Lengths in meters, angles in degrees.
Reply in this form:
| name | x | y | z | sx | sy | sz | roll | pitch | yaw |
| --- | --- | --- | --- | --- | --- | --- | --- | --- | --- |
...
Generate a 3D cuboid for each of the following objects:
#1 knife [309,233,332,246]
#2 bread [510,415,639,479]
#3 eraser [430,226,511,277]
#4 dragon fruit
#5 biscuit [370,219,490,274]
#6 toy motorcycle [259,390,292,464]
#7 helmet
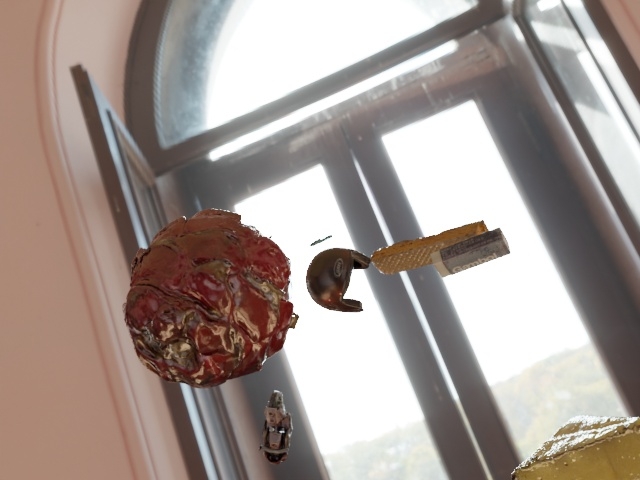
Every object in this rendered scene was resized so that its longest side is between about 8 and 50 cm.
| name | x | y | z | sx | sy | sz | roll | pitch | yaw |
| --- | --- | --- | --- | --- | --- | --- | --- | --- | --- |
| knife | 0.000 | 0.000 | 1.998 | 0.091 | 0.014 | 0.005 | -27 | 12 | 45 |
| bread | 0.621 | 0.555 | 1.637 | 0.242 | 0.346 | 0.405 | -40 | 2 | -10 |
| eraser | 0.428 | 0.037 | 2.195 | 0.212 | 0.046 | 0.092 | -23 | -39 | 17 |
| dragon fruit | -0.199 | 0.109 | 1.386 | 0.329 | 0.329 | 0.329 | -19 | -19 | -7 |
| biscuit | 0.338 | 0.029 | 2.376 | 0.378 | 0.054 | 0.094 | -15 | -47 | 27 |
| toy motorcycle | -0.121 | 0.510 | 2.068 | 0.082 | 0.122 | 0.213 | 0 | -60 | 9 |
| helmet | 0.051 | 0.115 | 2.307 | 0.193 | 0.189 | 0.216 | 11 | -20 | 1 |
